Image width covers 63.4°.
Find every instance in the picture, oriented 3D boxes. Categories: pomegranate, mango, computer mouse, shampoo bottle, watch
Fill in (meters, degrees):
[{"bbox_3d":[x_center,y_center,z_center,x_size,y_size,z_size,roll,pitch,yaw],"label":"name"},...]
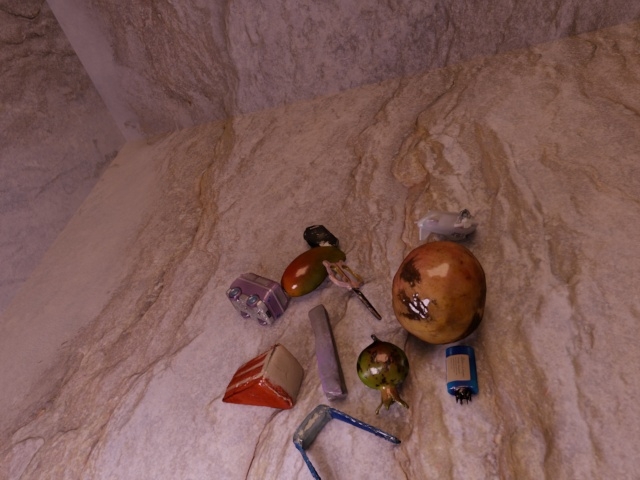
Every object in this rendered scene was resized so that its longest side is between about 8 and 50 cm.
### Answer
[{"bbox_3d":[0.365,0.159,1.587,0.322,0.322,0.322,-12,38,10],"label":"pomegranate"},{"bbox_3d":[0.185,0.394,1.516,0.156,0.156,0.220,-12,42,10],"label":"pomegranate"},{"bbox_3d":[-0.033,0.107,1.993,0.146,0.129,0.289,13,39,38],"label":"mango"},{"bbox_3d":[0.000,0.000,2.160,0.106,0.062,0.192,-35,46,-21],"label":"computer mouse"},{"bbox_3d":[0.408,0.388,1.498,0.087,0.050,0.183,-5,39,14],"label":"shampoo bottle"},{"bbox_3d":[0.036,0.598,1.404,0.274,0.068,0.276,17,50,32],"label":"watch"}]

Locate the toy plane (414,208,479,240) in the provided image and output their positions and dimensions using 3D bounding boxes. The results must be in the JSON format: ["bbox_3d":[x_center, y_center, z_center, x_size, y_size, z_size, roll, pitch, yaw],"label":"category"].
[{"bbox_3d":[0.472,-0.058,1.935,0.252,0.118,0.252,0,-1,0],"label":"toy plane"}]

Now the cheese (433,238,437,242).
[{"bbox_3d":[0.434,0.077,1.842,0.126,0.093,0.171,-15,36,7],"label":"cheese"}]

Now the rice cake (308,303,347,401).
[{"bbox_3d":[0.019,0.361,1.698,0.070,0.064,0.399,-25,36,8],"label":"rice cake"}]

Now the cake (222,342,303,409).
[{"bbox_3d":[-0.174,0.462,1.672,0.262,0.159,0.158,-36,22,42],"label":"cake"}]

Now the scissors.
[{"bbox_3d":[0.126,0.173,1.868,0.160,0.024,0.317,3,35,-42],"label":"scissors"}]

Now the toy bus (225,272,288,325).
[{"bbox_3d":[-0.238,0.215,1.937,0.202,0.142,0.142,15,55,36],"label":"toy bus"}]
